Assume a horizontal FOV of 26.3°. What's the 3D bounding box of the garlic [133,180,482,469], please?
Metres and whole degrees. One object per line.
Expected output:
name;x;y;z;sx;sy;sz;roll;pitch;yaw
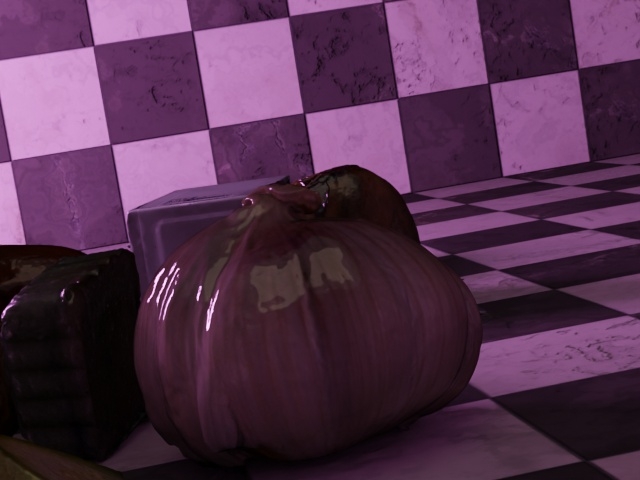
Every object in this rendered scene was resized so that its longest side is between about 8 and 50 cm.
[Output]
garlic;-0.007;0.085;1.244;0.322;0.241;0.322;-2;27;1

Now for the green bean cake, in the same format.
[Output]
green bean cake;-0.240;0.111;1.360;0.094;0.181;0.173;-4;17;14

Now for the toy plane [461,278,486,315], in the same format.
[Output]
toy plane;0.102;0.080;1.765;0.226;0.058;0.226;-7;-9;22

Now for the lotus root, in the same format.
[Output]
lotus root;0.000;0.000;1.887;0.272;0.192;0.272;-11;0;0

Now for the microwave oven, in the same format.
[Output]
microwave oven;-0.161;0.008;2.206;0.237;0.181;0.295;-6;7;10

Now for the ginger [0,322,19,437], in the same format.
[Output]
ginger;-0.439;0.159;1.405;0.274;0.152;0.357;-12;6;-27

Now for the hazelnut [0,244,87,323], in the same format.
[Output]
hazelnut;-0.344;0.082;1.660;0.208;0.208;0.208;-9;6;1

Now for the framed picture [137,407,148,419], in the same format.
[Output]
framed picture;-0.167;0.166;1.574;0.216;0.016;0.273;-11;6;-7

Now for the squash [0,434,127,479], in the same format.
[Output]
squash;-0.246;0.237;1.064;0.204;0.155;0.237;28;-7;-19
